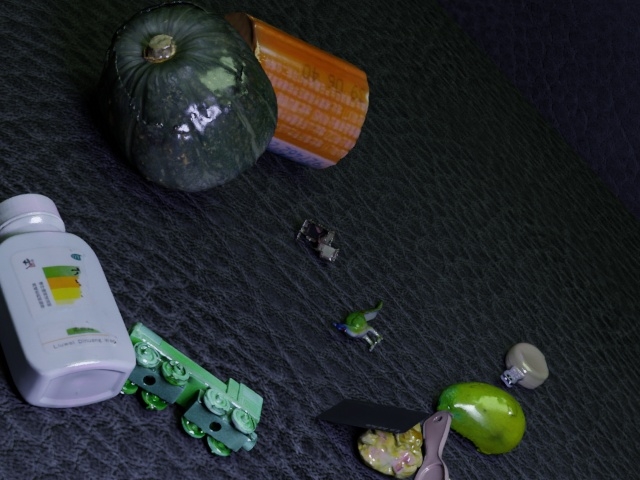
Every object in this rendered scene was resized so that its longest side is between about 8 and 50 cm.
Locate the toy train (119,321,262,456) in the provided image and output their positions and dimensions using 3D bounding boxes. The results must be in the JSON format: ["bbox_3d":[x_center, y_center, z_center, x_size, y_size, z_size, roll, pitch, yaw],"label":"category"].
[{"bbox_3d":[-0.191,0.210,1.810,0.251,0.085,0.119,38,24,-15],"label":"toy train"}]

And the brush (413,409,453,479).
[{"bbox_3d":[0.192,0.388,2.089,0.067,0.072,0.313,60,20,-20],"label":"brush"}]

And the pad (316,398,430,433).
[{"bbox_3d":[0.085,0.281,2.027,0.157,0.003,0.112,7,14,28],"label":"pad"}]

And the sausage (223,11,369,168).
[{"bbox_3d":[-0.082,-0.286,2.452,0.287,0.233,0.233,19,37,-34],"label":"sausage"}]

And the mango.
[{"bbox_3d":[0.291,0.311,2.265,0.178,0.100,0.119,24,36,-18],"label":"mango"}]

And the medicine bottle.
[{"bbox_3d":[-0.367,0.079,1.720,0.161,0.111,0.296,0,48,-36],"label":"medicine bottle"}]

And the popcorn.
[{"bbox_3d":[0.111,0.328,2.023,0.109,0.089,0.097,1,25,-17],"label":"popcorn"}]

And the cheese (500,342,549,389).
[{"bbox_3d":[0.408,0.263,2.529,0.092,0.047,0.171,39,28,-3],"label":"cheese"}]

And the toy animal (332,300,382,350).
[{"bbox_3d":[0.088,0.156,2.276,0.075,0.041,0.217,49,24,12],"label":"toy animal"}]

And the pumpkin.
[{"bbox_3d":[-0.238,-0.251,2.169,0.328,0.291,0.257,47,-14,32],"label":"pumpkin"}]

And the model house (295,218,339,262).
[{"bbox_3d":[0.000,0.000,2.364,0.083,0.057,0.058,27,1,8],"label":"model house"}]
